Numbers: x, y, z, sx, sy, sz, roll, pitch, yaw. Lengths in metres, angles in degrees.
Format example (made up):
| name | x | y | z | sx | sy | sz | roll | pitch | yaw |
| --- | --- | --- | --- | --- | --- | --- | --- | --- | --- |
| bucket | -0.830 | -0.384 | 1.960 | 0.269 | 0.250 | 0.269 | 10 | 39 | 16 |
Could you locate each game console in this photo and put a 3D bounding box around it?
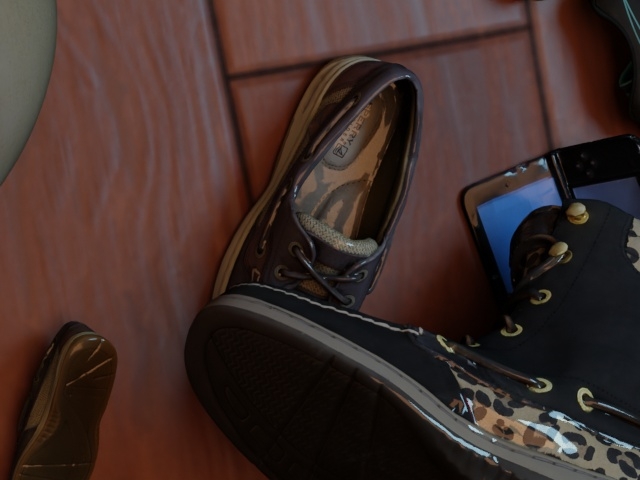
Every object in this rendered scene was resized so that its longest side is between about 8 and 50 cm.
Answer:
| name | x | y | z | sx | sy | sz | roll | pitch | yaw |
| --- | --- | --- | --- | --- | --- | --- | --- | --- | --- |
| game console | 0.196 | 0.006 | 1.484 | 0.085 | 0.124 | 0.144 | -30 | 103 | -43 |

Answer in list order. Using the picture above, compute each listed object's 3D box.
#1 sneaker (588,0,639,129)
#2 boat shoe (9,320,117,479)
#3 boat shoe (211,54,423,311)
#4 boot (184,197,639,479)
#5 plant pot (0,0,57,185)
| name | x | y | z | sx | sy | sz | roll | pitch | yaw |
| --- | --- | --- | --- | --- | --- | --- | --- | --- | --- |
| sneaker | 0.295 | -0.106 | 1.521 | 0.106 | 0.101 | 0.267 | -21 | 107 | 13 |
| boat shoe | -0.183 | 0.129 | 1.375 | 0.056 | 0.049 | 0.152 | 16 | 105 | -29 |
| boat shoe | 0.000 | 0.000 | 1.409 | 0.103 | 0.092 | 0.285 | 24 | 84 | -18 |
| boot | 0.119 | 0.080 | 1.352 | 0.377 | 0.138 | 0.284 | 24 | 42 | 4 |
| plant pot | -0.276 | -0.148 | 1.240 | 0.284 | 0.284 | 0.191 | 57 | 40 | -13 |
